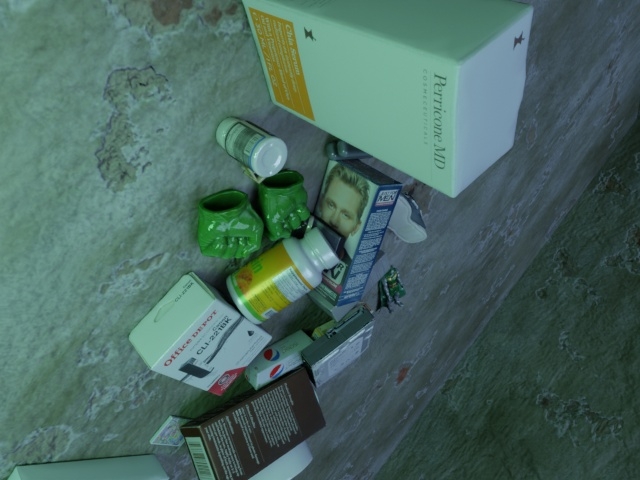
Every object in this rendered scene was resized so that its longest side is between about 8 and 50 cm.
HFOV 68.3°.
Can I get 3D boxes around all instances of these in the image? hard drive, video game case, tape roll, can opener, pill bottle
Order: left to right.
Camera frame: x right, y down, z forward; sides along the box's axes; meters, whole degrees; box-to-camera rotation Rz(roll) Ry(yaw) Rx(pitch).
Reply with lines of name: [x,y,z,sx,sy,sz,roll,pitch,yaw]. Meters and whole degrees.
video game case: [-0.395,0.521,1.286,0.087,0.011,0.122,-51,145,-5]
pill bottle: [-0.132,-0.179,0.886,0.078,0.137,0.078,-29,137,-31]
tape roll: [-0.172,0.711,1.504,0.286,0.100,0.286,-25,171,-4]
pill bottle: [-0.083,0.075,1.104,0.246,0.136,0.136,-34,144,3]
hard drive: [0.000,0.000,1.193,0.022,0.135,0.094,-8,124,-42]
hard drive: [0.058,0.344,1.483,0.237,0.064,0.339,-34,156,-15]
can opener: [0.127,-0.250,1.202,0.281,0.074,0.093,-19,98,-42]

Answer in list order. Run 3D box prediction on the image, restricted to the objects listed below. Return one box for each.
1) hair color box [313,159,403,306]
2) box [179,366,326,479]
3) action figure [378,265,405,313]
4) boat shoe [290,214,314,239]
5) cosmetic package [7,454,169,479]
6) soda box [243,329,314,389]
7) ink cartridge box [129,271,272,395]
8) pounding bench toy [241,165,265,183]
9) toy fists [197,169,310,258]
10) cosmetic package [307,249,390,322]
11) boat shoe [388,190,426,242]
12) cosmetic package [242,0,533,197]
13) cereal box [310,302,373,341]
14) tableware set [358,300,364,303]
hair color box: [0.065,-0.021,1.217,0.105,0.174,0.347,-9,125,-44]
box: [-0.182,0.529,1.349,0.382,0.191,0.143,-16,173,-42]
action figure: [0.258,0.171,1.707,0.137,0.063,0.232,-36,138,-19]
boat shoe: [-0.081,0.017,1.199,0.065,0.075,0.206,20,115,-10]
cosmetic package: [-0.588,0.655,1.102,0.284,0.097,0.377,-53,145,2]
soda box: [-0.122,0.352,1.409,0.216,0.069,0.073,-22,134,-38]
ink cartridge box: [-0.266,0.224,1.093,0.197,0.114,0.273,-48,144,-7]
pounding bench toy: [-0.125,-0.174,0.972,0.083,0.052,0.065,-45,144,-13]
toy fists: [-0.138,-0.047,1.030,0.279,0.096,0.142,-27,138,-34]
cosmetic package: [0.079,0.110,1.387,0.238,0.127,0.107,-45,146,-10]
boat shoe: [0.239,-0.098,1.451,0.319,0.116,0.098,39,44,-48]
cosmetic package: [0.085,-0.284,0.773,0.161,0.453,0.230,-40,142,-20]
cereal box: [0.056,0.312,1.572,0.240,0.047,0.173,-19,145,-39]
tableware set: [0.093,0.186,1.516,0.128,0.039,0.194,-43,153,-15]
